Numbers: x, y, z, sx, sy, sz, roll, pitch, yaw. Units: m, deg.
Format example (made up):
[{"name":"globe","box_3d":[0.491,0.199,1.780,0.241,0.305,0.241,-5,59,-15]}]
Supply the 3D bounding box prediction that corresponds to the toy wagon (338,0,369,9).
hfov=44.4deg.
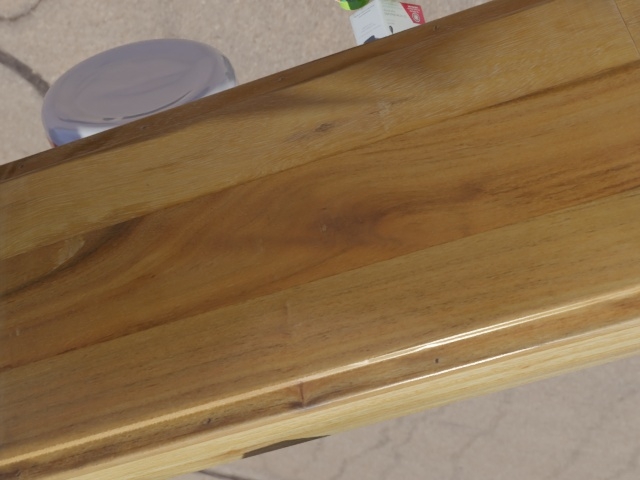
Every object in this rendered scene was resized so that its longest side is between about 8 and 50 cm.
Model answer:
[{"name":"toy wagon","box_3d":[0.111,-0.454,1.099,0.344,0.068,0.267,-5,147,17]}]

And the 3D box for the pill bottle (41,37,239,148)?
[{"name":"pill bottle","box_3d":[-0.168,-0.030,0.925,0.210,0.210,0.363,4,132,16]}]

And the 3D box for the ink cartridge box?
[{"name":"ink cartridge box","box_3d":[0.117,-0.272,1.169,0.109,0.151,0.063,-10,171,-46]}]

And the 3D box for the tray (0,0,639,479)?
[{"name":"tray","box_3d":[0.000,0.000,0.447,0.410,0.203,0.076,-17,154,9]}]
